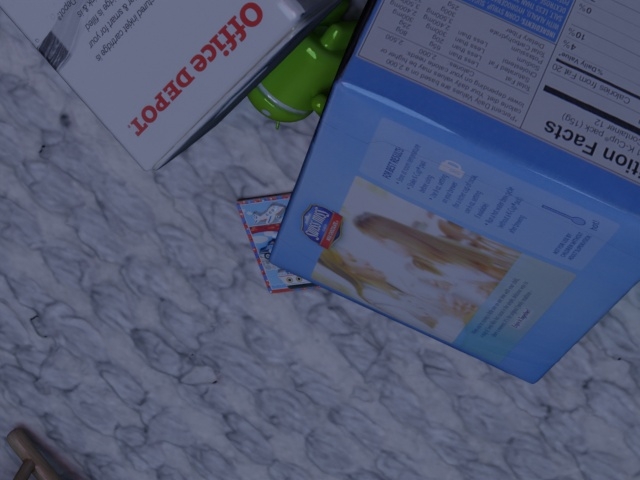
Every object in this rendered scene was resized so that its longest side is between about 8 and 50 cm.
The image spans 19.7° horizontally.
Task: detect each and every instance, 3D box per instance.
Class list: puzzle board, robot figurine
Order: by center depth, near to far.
[{"bbox_3d":[-0.015,-0.139,1.437,0.101,0.067,0.115,53,125,13],"label":"robot figurine"},{"bbox_3d":[0.000,0.000,1.562,0.128,0.011,0.096,-7,120,22],"label":"puzzle board"}]

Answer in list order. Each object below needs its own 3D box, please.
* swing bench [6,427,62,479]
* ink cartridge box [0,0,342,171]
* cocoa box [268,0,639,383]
[{"bbox_3d":[-0.297,0.364,1.805,0.255,0.165,0.253,42,124,-12],"label":"swing bench"},{"bbox_3d":[-0.135,-0.219,1.357,0.273,0.114,0.197,50,124,1],"label":"ink cartridge box"},{"bbox_3d":[0.125,-0.083,1.242,0.231,0.228,0.347,24,159,0],"label":"cocoa box"}]
